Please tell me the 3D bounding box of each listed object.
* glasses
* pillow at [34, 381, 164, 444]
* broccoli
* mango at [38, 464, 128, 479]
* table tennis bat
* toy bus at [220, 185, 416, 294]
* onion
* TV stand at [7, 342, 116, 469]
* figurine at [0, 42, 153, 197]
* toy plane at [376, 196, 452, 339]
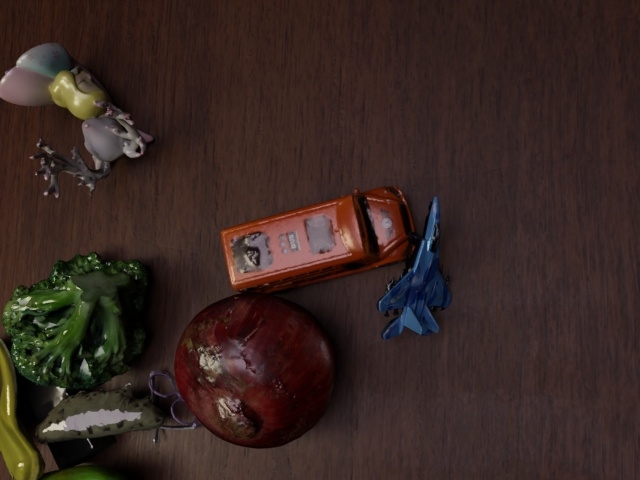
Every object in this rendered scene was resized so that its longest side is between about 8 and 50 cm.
[{"bbox_3d":[-0.302,0.333,1.274,0.140,0.062,0.104,44,117,16],"label":"glasses"},{"bbox_3d":[-0.410,0.317,1.226,0.240,0.051,0.093,-8,70,0],"label":"pillow"},{"bbox_3d":[-0.442,0.141,1.224,0.265,0.295,0.245,32,125,-9],"label":"broccoli"},{"bbox_3d":[-0.507,0.533,1.202,0.381,0.201,0.225,-37,117,8],"label":"mango"},{"bbox_3d":[-0.615,0.334,1.272,0.368,0.054,0.224,35,113,42],"label":"table tennis bat"},{"bbox_3d":[0.000,0.000,1.169,0.329,0.153,0.143,-14,81,11],"label":"toy bus"},{"bbox_3d":[-0.110,0.220,1.112,0.276,0.276,0.277,-2,82,15],"label":"onion"},{"bbox_3d":[-0.515,0.305,1.307,0.088,0.082,0.270,-34,75,9],"label":"TV stand"},{"bbox_3d":[-0.475,-0.225,1.277,0.315,0.284,0.206,41,96,5],"label":"figurine"},{"bbox_3d":[0.166,0.048,1.113,0.078,0.169,0.247,11,99,54],"label":"toy plane"}]
